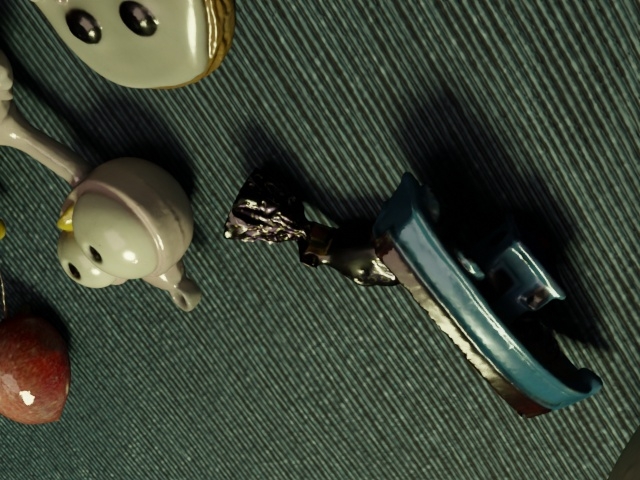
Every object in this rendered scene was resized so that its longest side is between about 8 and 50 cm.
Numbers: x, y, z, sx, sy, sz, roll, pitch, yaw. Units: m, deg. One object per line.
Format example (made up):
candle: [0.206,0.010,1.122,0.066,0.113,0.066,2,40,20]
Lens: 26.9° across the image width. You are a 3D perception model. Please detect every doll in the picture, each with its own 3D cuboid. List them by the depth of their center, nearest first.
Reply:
doll: [-0.237,-0.069,1.107,0.365,0.094,0.160,42,144,-6]

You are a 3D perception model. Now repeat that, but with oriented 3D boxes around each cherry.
cherry: [-0.322,0.088,1.345,0.107,0.090,0.225,-16,104,49]

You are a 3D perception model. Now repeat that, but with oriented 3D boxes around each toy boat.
toy boat: [0.129,0.037,0.951,0.097,0.100,0.223,-37,112,14]

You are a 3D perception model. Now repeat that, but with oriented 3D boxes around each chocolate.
chocolate: [0.000,0.001,1.025,0.147,0.070,0.072,29,169,11]

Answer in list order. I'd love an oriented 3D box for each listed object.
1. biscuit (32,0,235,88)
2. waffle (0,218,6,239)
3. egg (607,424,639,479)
biscuit: [-0.153,-0.192,0.956,0.181,0.049,0.208,-15,117,46]
waffle: [-0.442,-0.064,1.168,0.324,0.151,0.261,39,178,-7]
egg: [0.320,0.288,0.854,0.354,0.340,0.354,20,137,20]
